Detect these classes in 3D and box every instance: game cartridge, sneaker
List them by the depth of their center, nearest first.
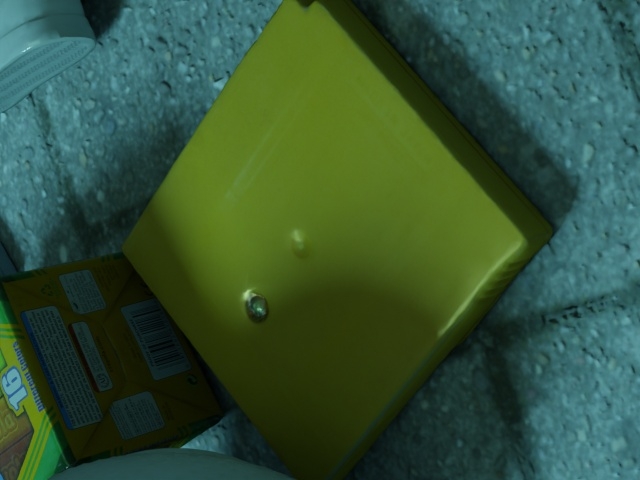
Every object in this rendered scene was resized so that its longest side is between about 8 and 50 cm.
[{"bbox_3d":[0.000,0.000,1.349,0.285,0.053,0.323,51,126,19],"label":"game cartridge"},{"bbox_3d":[-0.328,-0.207,1.548,0.293,0.108,0.169,-23,80,37],"label":"sneaker"}]

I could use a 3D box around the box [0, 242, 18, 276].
[{"bbox_3d":[-0.388,0.031,1.692,0.186,0.038,0.145,-43,72,38],"label":"box"}]

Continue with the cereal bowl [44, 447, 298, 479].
[{"bbox_3d":[-0.112,0.266,1.364,0.339,0.339,0.141,-34,41,40],"label":"cereal bowl"}]

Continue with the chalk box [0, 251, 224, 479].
[{"bbox_3d":[-0.263,0.157,1.518,0.289,0.179,0.180,-37,73,40],"label":"chalk box"}]
